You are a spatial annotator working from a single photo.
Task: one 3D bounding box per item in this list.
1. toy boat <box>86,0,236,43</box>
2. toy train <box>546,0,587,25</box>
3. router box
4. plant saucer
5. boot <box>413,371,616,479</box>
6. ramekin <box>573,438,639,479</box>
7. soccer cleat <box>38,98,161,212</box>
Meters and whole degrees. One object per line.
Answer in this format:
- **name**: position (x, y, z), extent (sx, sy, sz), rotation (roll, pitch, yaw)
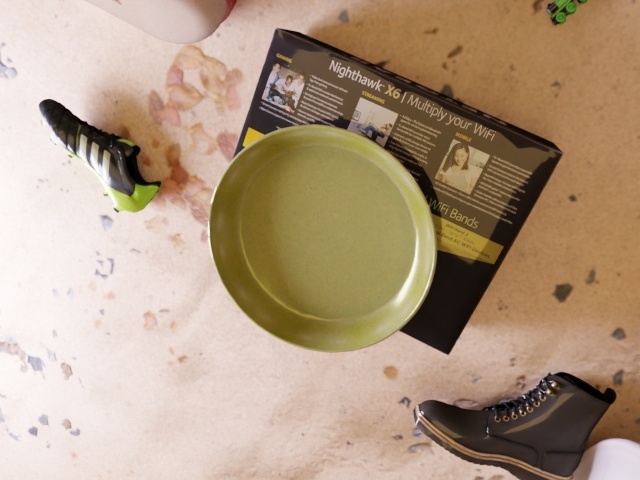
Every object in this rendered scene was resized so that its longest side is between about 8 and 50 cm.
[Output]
- **toy boat**: position (-0.185, -0.318, 0.586), extent (0.231, 0.151, 0.151), rotation (29, 83, 6)
- **toy train**: position (0.251, -0.242, 0.529), extent (0.083, 0.017, 0.024), rotation (-43, 81, 23)
- **router box**: position (0.056, -0.054, 0.609), extent (0.308, 0.081, 0.243), rotation (27, 112, 7)
- **plant saucer**: position (0.000, 0.000, 0.578), extent (0.240, 0.037, 0.241), rotation (5, 109, 15)
- **boot**: position (0.222, 0.193, 0.649), extent (0.197, 0.077, 0.137), rotation (21, 107, -4)
- **ramekin**: position (0.345, 0.351, 0.559), extent (0.127, 0.273, 0.273), rotation (15, 111, -2)
- **soccer cleat**: position (-0.276, -0.116, 0.707), extent (0.072, 0.060, 0.179), rotation (-38, 100, 13)
